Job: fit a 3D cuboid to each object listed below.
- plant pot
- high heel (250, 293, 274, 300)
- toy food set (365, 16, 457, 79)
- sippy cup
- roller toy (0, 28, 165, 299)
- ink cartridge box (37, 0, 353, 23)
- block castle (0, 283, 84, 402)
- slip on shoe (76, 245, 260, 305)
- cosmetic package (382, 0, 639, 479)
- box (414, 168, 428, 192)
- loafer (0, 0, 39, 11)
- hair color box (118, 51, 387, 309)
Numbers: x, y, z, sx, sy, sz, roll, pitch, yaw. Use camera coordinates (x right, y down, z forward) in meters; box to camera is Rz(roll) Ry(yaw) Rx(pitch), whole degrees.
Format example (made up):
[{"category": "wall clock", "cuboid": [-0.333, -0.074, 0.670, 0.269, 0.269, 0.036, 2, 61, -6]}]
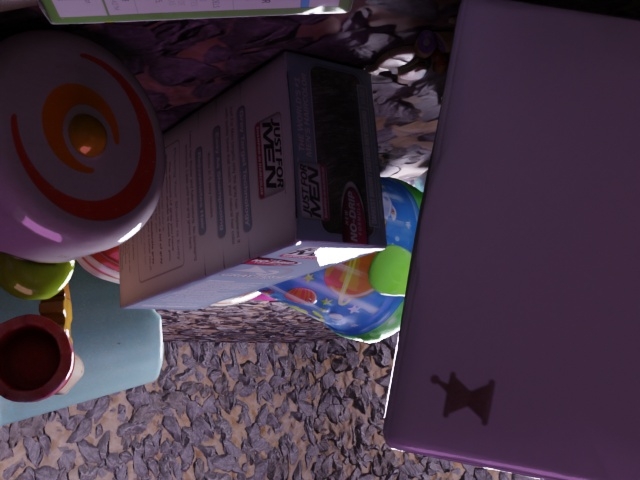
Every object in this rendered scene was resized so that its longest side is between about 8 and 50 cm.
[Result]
[{"category": "plant pot", "cuboid": [-0.433, 0.122, 1.357, 0.334, 0.341, 0.341, -9, 170, -23]}, {"category": "high heel", "cuboid": [-0.174, 0.063, 1.553, 0.181, 0.127, 0.377, -11, 175, -23]}, {"category": "toy food set", "cuboid": [0.107, -0.173, 0.844, 0.078, 0.019, 0.122, 3, 166, -33]}, {"category": "sippy cup", "cuboid": [0.000, 0.000, 1.180, 0.224, 0.240, 0.305, 19, 146, -37]}, {"category": "roller toy", "cuboid": [-0.237, -0.077, 0.757, 0.146, 0.191, 0.209, -13, 122, 37]}, {"category": "ink cartridge box", "cuboid": [-0.035, -0.171, 0.433, 0.209, 0.109, 0.062, -4, 168, -3]}, {"category": "block castle", "cuboid": [-0.478, 0.033, 0.906, 0.453, 0.303, 0.213, -5, 167, -5]}, {"category": "slip on shoe", "cuboid": [-0.178, 0.013, 1.227, 0.331, 0.123, 0.101, 15, 126, -46]}, {"category": "cosmetic package", "cuboid": [0.244, 0.019, 0.781, 0.327, 0.329, 0.393, 10, 180, 7]}, {"category": "box", "cuboid": [0.290, -0.065, 1.183, 0.262, 0.127, 0.231, -2, 166, -18]}, {"category": "loafer", "cuboid": [-0.229, -0.162, 0.495, 0.366, 0.130, 0.134, 2, 166, -28]}, {"category": "hair color box", "cuboid": [-0.095, -0.043, 0.973, 0.113, 0.185, 0.374, 5, 165, -36]}]
